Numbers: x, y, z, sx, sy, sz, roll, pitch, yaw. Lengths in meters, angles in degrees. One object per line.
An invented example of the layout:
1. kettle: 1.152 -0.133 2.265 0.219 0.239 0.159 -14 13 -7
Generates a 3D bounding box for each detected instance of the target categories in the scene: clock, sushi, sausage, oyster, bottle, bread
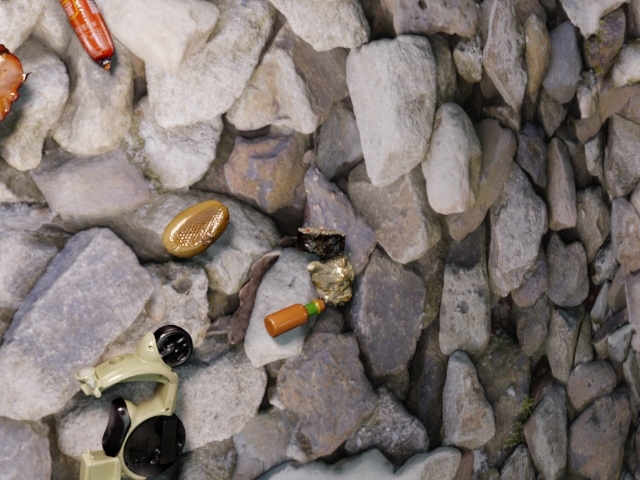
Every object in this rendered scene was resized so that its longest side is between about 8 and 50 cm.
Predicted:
1. clock: -0.454 0.403 1.325 0.276 0.120 0.380 0 95 -36
2. sushi: 0.000 0.000 1.576 0.150 0.090 0.078 3 101 -26
3. sausage: -0.539 -0.521 1.221 0.074 0.074 0.274 -32 110 -25
4. oyster: 0.037 0.117 1.616 0.190 0.081 0.164 15 91 -27
5. bottle: -0.069 0.217 1.564 0.187 0.069 0.069 -19 103 -30
6. bread: -0.318 -0.029 1.392 0.189 0.077 0.114 -39 92 -21

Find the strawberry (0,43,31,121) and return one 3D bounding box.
1. strawberry: -0.767 -0.306 1.065 0.253 0.150 0.280 42 70 -48
